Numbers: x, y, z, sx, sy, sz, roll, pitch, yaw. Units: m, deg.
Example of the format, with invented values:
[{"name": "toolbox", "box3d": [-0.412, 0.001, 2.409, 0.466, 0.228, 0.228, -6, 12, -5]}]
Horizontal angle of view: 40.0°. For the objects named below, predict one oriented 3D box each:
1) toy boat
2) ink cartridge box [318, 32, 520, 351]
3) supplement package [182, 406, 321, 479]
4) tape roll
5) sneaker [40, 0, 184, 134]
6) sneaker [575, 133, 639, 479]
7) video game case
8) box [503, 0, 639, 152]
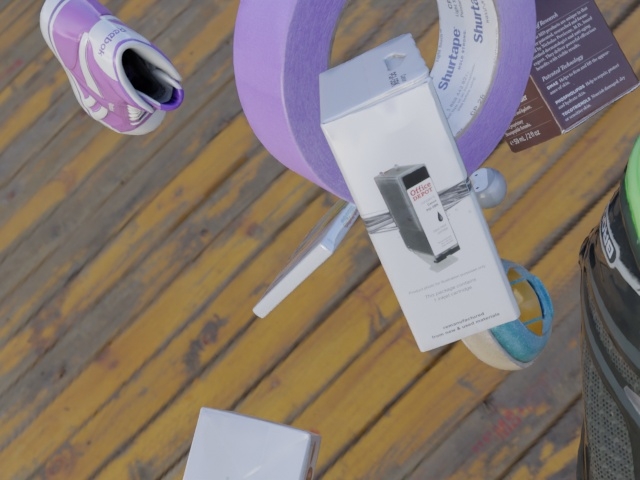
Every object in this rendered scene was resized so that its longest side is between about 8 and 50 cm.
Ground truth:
[{"name": "toy boat", "box3d": [0.279, 0.048, 1.404, 0.148, 0.267, 0.318, -27, 83, 26]}, {"name": "ink cartridge box", "box3d": [0.049, -0.027, 0.460, 0.056, 0.135, 0.099, -22, 23, 9]}, {"name": "supplement package", "box3d": [-0.096, 0.336, 1.176, 0.149, 0.203, 0.194, 13, 79, 7]}, {"name": "tape roll", "box3d": [0.063, -0.170, 0.790, 0.275, 0.275, 0.090, -48, 38, -6]}, {"name": "sneaker", "box3d": [-0.227, -0.180, 1.090, 0.161, 0.282, 0.102, 34, 82, 18]}, {"name": "sneaker", "box3d": [0.236, 0.171, 0.409, 0.185, 0.202, 0.483, -4, 73, -8]}, {"name": "video game case", "box3d": [0.000, 0.000, 1.328, 0.227, 0.026, 0.206, -45, 8, 49]}, {"name": "box", "box3d": [0.355, -0.276, 1.396, 0.167, 0.168, 0.203, -32, 93, -15]}]
